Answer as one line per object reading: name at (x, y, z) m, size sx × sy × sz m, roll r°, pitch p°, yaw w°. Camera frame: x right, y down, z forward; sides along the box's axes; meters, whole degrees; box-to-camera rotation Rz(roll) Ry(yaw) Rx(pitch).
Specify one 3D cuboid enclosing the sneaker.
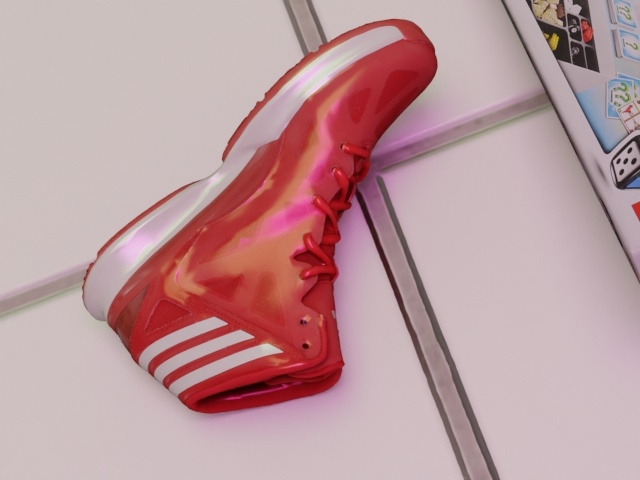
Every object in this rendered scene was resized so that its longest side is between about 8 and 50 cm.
sneaker at (0.000, 0.000, 0.771) m, size 0.221 × 0.087 × 0.128 m, roll -44°, pitch 66°, yaw 2°

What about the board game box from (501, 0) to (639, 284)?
board game box at (0.194, -0.122, 0.753) m, size 0.193 × 0.053 × 0.305 m, roll -25°, pitch 45°, yaw 8°
